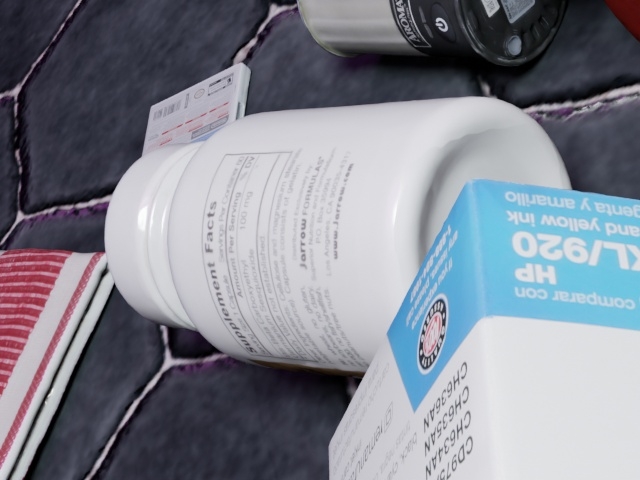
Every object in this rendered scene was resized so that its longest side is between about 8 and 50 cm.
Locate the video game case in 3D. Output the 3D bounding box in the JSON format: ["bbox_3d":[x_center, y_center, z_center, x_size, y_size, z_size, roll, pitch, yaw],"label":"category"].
[{"bbox_3d":[-0.086,-0.052,0.941,0.087,0.011,0.122,-21,49,35],"label":"video game case"}]

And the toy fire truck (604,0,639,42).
[{"bbox_3d":[0.146,-0.205,0.577,0.302,0.254,0.169,41,90,23],"label":"toy fire truck"}]

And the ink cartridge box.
[{"bbox_3d":[0.101,0.132,0.428,0.171,0.168,0.233,113,162,-50],"label":"ink cartridge box"}]

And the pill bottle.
[{"bbox_3d":[0.000,0.000,0.713,0.229,0.131,0.131,2,64,47],"label":"pill bottle"}]

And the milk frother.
[{"bbox_3d":[0.078,-0.170,0.806,0.143,0.129,0.134,-23,22,-35],"label":"milk frother"}]

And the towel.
[{"bbox_3d":[-0.285,0.112,1.010,0.329,0.037,0.237,-1,60,44],"label":"towel"}]
